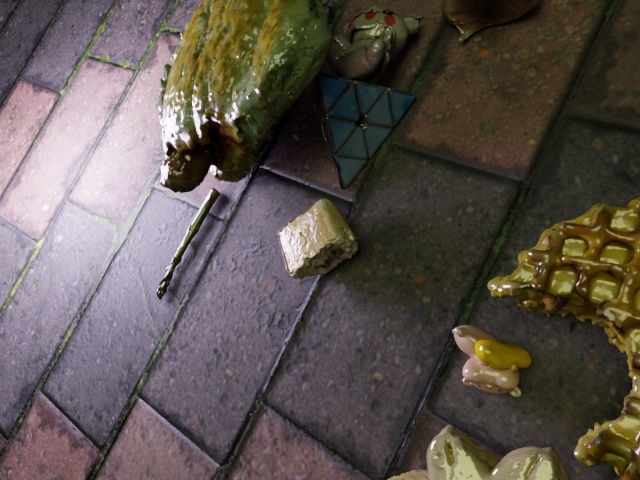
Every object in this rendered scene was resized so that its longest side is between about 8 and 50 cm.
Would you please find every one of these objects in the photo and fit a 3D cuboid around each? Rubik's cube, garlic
[{"bbox_3d":[0.081,-0.238,0.882,0.178,0.190,0.212,-19,68,1],"label":"Rubik's cube"},{"bbox_3d":[0.285,-0.415,0.869,0.174,0.099,0.124,16,61,26],"label":"garlic"}]

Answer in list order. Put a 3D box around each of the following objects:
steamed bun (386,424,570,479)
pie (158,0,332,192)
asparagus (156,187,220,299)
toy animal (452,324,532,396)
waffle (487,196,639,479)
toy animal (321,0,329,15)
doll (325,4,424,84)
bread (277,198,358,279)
[{"bbox_3d":[0.200,0.370,0.599,0.295,0.137,0.293,19,82,37],"label":"steamed bun"},{"bbox_3d":[-0.139,-0.314,0.926,0.418,0.180,0.396,-35,51,36],"label":"pie"},{"bbox_3d":[-0.269,0.005,1.030,0.024,0.025,0.249,29,85,-11],"label":"asparagus"},{"bbox_3d":[0.220,0.167,0.692,0.114,0.091,0.082,25,98,30],"label":"toy animal"},{"bbox_3d":[0.377,0.112,0.597,0.261,0.151,0.325,-30,63,18],"label":"waffle"},{"bbox_3d":[-0.019,-0.513,1.043,0.130,0.103,0.221,13,79,31],"label":"toy animal"},{"bbox_3d":[0.092,-0.350,0.919,0.149,0.095,0.192,4,48,30],"label":"doll"},{"bbox_3d":[-0.002,0.000,0.866,0.125,0.082,0.106,-35,49,23],"label":"bread"}]
